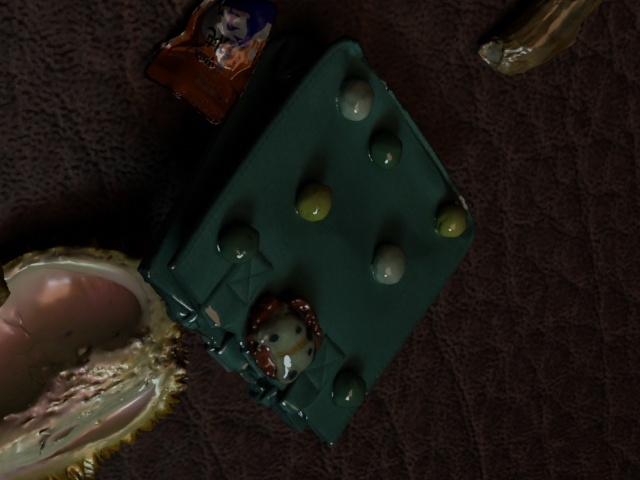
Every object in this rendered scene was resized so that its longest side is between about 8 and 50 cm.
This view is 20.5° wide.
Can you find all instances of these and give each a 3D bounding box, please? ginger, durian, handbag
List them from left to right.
[{"bbox_3d":[-0.219,0.107,1.453,0.250,0.183,0.138,-41,168,-8],"label":"durian"},{"bbox_3d":[0.005,-0.001,1.471,0.274,0.100,0.268,-58,135,-24],"label":"handbag"},{"bbox_3d":[0.231,-0.266,1.522,0.131,0.086,0.294,-4,128,-55],"label":"ginger"}]

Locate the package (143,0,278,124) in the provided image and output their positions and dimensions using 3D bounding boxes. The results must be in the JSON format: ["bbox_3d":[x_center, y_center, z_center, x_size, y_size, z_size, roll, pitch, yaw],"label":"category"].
[{"bbox_3d":[-0.085,-0.156,1.416,0.077,0.033,0.110,32,88,-15],"label":"package"}]

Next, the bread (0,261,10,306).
[{"bbox_3d":[-0.373,0.012,1.311,0.184,0.110,0.234,-42,129,2],"label":"bread"}]
